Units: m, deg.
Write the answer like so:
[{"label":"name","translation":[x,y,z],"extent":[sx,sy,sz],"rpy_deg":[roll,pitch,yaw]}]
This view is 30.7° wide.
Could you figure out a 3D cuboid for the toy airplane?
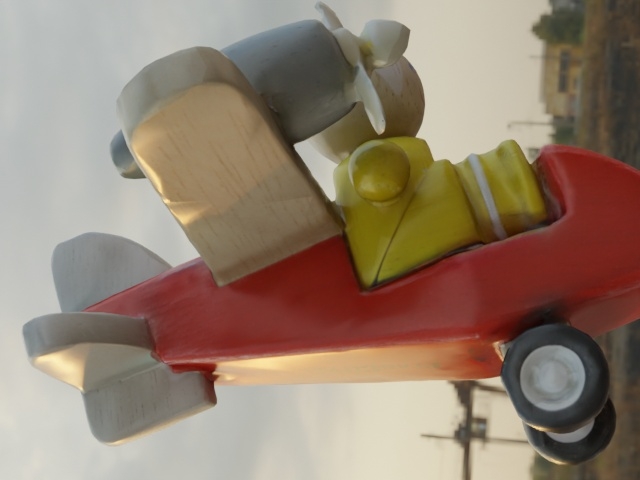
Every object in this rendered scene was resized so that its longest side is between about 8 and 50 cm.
[{"label":"toy airplane","translation":[0.000,0.000,0.760],"extent":[0.386,0.384,0.272],"rpy_deg":[-28,55,56]}]
